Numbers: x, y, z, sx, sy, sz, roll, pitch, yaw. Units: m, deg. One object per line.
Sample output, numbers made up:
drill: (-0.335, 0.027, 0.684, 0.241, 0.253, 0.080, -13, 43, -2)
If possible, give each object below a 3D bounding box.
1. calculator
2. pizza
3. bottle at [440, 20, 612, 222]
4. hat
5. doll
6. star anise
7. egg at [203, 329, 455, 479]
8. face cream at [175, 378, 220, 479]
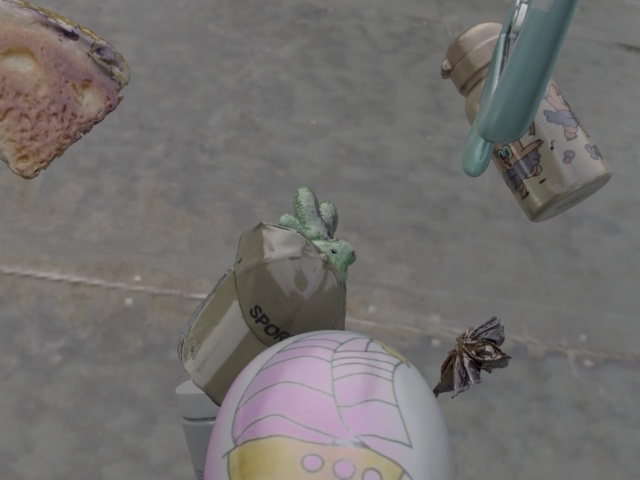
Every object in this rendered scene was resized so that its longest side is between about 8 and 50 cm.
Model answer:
calculator: (0.174, -0.181, 0.810, 0.042, 0.295, 0.184, 18, 37, 2)
pizza: (-0.317, -0.132, 0.865, 0.306, 0.161, 0.085, -1, 2, -15)
bottle: (0.212, -0.132, 1.043, 0.110, 0.097, 0.209, -28, 77, 1)
hat: (-0.051, 0.084, 0.976, 0.147, 0.085, 0.175, 41, 76, -11)
doll: (0.000, 0.000, 1.169, 0.078, 0.115, 0.150, -24, 48, 22)
star anise: (0.192, 0.143, 1.221, 0.056, 0.129, 0.124, 40, 66, -12)
egg: (0.004, 0.188, 0.757, 0.196, 0.196, 0.271, 11, 30, 4)
face cream: (-0.099, 0.257, 1.394, 0.177, 0.152, 0.177, -13, 3, 1)
